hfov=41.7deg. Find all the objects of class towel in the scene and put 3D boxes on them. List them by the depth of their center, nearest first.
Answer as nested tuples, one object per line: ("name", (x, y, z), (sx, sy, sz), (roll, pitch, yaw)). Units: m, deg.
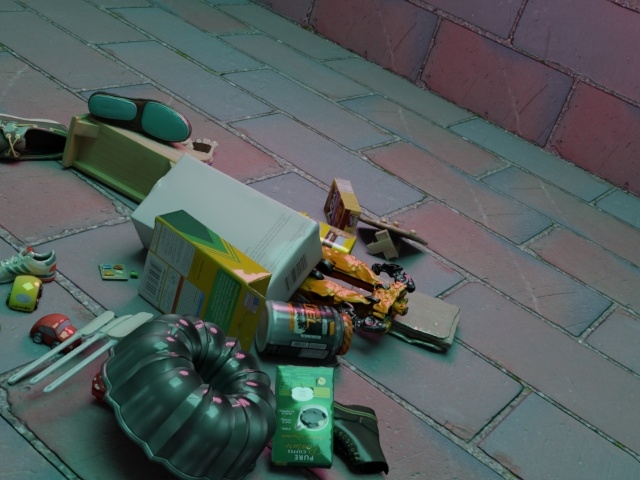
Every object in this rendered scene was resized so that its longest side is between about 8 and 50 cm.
("towel", (0.200, 0.171, 2.052), (0.282, 0.049, 0.187), (22, 27, 9))

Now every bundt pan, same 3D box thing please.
("bundt pan", (-0.203, 0.254, 1.448), (0.331, 0.124, 0.331), (38, 19, -16))

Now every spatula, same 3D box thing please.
("spatula", (-0.434, 0.194, 1.520), (0.168, 0.019, 0.242), (4, 30, 42))

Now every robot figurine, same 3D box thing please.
("robot figurine", (0.074, 0.117, 1.951), (0.291, 0.085, 0.211), (23, 54, 25))

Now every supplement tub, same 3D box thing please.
("supplement tub", (-0.035, 0.192, 1.794), (0.191, 0.117, 0.117), (7, 30, -20))

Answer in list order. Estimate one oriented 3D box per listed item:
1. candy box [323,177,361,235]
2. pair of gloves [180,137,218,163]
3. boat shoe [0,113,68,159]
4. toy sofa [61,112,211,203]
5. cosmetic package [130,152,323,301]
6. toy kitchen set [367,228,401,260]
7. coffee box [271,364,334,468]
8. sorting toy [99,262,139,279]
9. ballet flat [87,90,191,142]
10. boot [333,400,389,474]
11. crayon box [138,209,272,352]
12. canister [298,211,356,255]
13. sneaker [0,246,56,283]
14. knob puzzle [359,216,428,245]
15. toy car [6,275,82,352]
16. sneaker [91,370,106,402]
("candy box", (0.060, -0.085, 2.360), (0.053, 0.109, 0.186), (11, 28, -15))
("pair of gloves", (-0.433, -0.278, 2.480), (0.240, 0.042, 0.204), (18, 28, 0))
("boat shoe", (-0.780, -0.261, 2.167), (0.305, 0.109, 0.091), (-8, 33, -47))
("toy sofa", (-0.478, -0.203, 2.202), (0.363, 0.150, 0.177), (28, 24, 16))
("cosmetic package", (-0.214, -0.012, 1.922), (0.385, 0.156, 0.217), (29, 65, 20))
("toy kitchen set", (0.171, 0.006, 2.314), (0.068, 0.083, 0.075), (-18, 19, 20))
("coffee box", (-0.032, 0.322, 1.537), (0.113, 0.040, 0.184), (3, 61, -6))
("sorting toy", (-0.449, 0.068, 1.877), (0.083, 0.012, 0.062), (3, 31, -27))
("ballet flat", (-0.464, -0.332, 2.196), (0.281, 0.095, 0.096), (19, 12, -2))
("boot", (0.031, 0.370, 1.568), (0.198, 0.076, 0.137), (5, 37, -20))
("crayon box", (-0.228, 0.104, 1.744), (0.323, 0.203, 0.083), (35, 31, 27))
("canister", (0.000, 0.000, 2.210), (0.170, 0.073, 0.126), (23, 28, 5))
("sneaker", (-0.628, 0.045, 1.743), (0.161, 0.075, 0.057), (2, 32, -29))
("knob puzzle", (0.194, -0.041, 2.360), (0.213, 0.030, 0.213), (20, -1, 0))
("toy car", (-0.600, 0.141, 1.610), (0.225, 0.053, 0.239), (-8, 38, -41))
("sneaker", (-0.338, 0.298, 1.490), (0.128, 0.087, 0.221), (-7, 34, -9))
